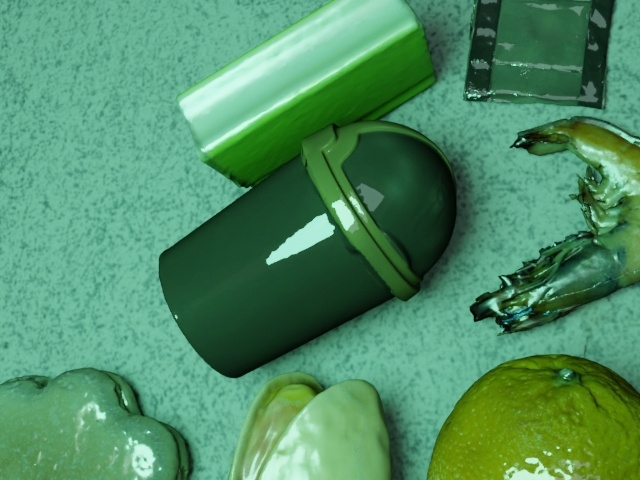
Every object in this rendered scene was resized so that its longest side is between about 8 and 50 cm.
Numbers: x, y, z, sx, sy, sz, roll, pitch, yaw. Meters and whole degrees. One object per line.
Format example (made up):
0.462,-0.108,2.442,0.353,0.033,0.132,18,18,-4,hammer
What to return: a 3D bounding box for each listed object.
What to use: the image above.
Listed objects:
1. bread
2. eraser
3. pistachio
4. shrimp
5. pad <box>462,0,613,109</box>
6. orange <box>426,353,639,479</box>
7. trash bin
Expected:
-0.270,0.266,0.951,0.337,0.102,0.183,38,87,18,bread
-0.006,-0.172,0.918,0.274,0.210,0.092,-32,76,8,eraser
-0.025,0.293,0.847,0.187,0.187,0.299,6,80,13,pistachio
0.272,-0.025,0.905,0.290,0.054,0.222,-33,76,1,shrimp
0.274,-0.278,0.972,0.174,0.022,0.233,5,82,12,pad
0.226,0.240,0.764,0.264,0.264,0.264,-2,79,12,orange
0.000,0.000,0.882,0.333,0.214,0.214,-30,75,9,trash bin
